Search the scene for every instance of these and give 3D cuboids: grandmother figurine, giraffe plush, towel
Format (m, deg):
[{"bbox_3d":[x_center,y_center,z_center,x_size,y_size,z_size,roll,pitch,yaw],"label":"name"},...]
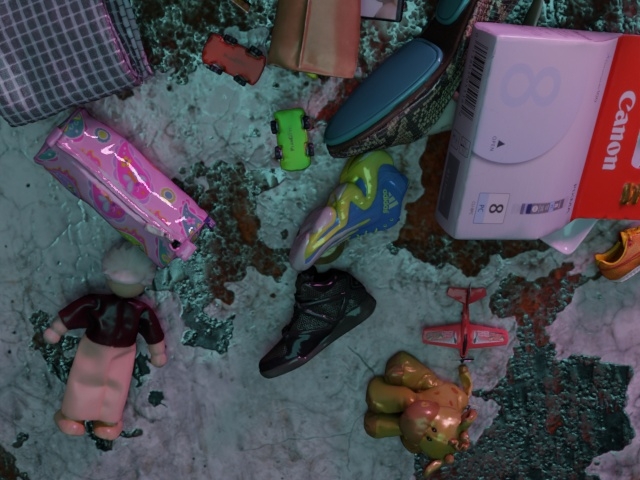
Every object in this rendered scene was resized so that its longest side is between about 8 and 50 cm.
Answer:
[{"bbox_3d":[-0.355,0.160,1.611,0.207,0.104,0.343,11,106,-33],"label":"grandmother figurine"},{"bbox_3d":[0.183,0.305,1.619,0.210,0.170,0.182,5,107,-2],"label":"giraffe plush"},{"bbox_3d":[-0.406,-0.330,1.415,0.234,0.121,0.284,-16,106,16],"label":"towel"}]

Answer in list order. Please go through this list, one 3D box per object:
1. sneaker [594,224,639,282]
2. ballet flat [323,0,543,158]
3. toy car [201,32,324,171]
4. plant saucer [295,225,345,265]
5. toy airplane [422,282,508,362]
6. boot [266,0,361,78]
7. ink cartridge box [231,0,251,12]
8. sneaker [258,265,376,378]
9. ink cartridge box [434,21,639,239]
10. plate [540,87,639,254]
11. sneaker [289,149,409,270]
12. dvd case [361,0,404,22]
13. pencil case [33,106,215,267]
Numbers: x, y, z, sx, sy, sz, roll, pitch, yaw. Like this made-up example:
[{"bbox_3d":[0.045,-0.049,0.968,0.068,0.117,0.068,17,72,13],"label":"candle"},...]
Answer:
[{"bbox_3d":[0.533,0.000,1.585,0.175,0.064,0.067,-39,107,10],"label":"sneaker"},{"bbox_3d":[0.211,-0.285,1.456,0.182,0.164,0.483,31,103,-26],"label":"ballet flat"},{"bbox_3d":[-0.054,-0.221,1.503,0.238,0.053,0.225,-7,99,2],"label":"toy car"},{"bbox_3d":[0.000,0.000,1.603,0.083,0.015,0.084,0,106,-1],"label":"plant saucer"},{"bbox_3d":[0.245,0.139,1.643,0.151,0.028,0.151,-1,107,-2],"label":"toy airplane"},{"bbox_3d":[-0.047,-0.386,1.408,0.236,0.089,0.270,11,103,8],"label":"boot"},{"bbox_3d":[-0.177,-0.445,1.373,0.255,0.189,0.097,36,102,-13],"label":"ink cartridge box"},{"bbox_3d":[-0.032,0.127,1.608,0.227,0.087,0.130,-38,102,7],"label":"sneaker"},{"bbox_3d":[0.383,-0.153,1.441,0.384,0.091,0.308,1,115,-16],"label":"ink cartridge box"},{"bbox_3d":[0.372,-0.152,1.529,0.278,0.045,0.277,30,106,-20],"label":"plate"},{"bbox_3d":[0.057,-0.031,1.545,0.126,0.091,0.240,34,94,-15],"label":"sneaker"},{"bbox_3d":[0.047,-0.462,1.437,0.180,0.022,0.253,9,107,10],"label":"dvd case"},{"bbox_3d":[-0.308,-0.079,1.519,0.284,0.124,0.124,43,102,-12],"label":"pencil case"}]
